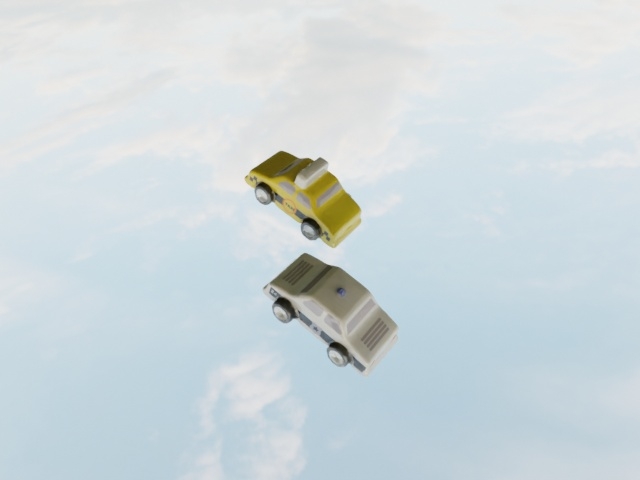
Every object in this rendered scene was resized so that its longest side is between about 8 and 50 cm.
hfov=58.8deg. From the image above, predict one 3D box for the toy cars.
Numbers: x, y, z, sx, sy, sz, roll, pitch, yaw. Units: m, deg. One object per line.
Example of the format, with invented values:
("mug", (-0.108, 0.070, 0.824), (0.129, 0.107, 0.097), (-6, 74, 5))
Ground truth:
("toy cars", (0.000, 0.000, 0.811), (0.176, 0.087, 0.394), (-1, -127, -18))
